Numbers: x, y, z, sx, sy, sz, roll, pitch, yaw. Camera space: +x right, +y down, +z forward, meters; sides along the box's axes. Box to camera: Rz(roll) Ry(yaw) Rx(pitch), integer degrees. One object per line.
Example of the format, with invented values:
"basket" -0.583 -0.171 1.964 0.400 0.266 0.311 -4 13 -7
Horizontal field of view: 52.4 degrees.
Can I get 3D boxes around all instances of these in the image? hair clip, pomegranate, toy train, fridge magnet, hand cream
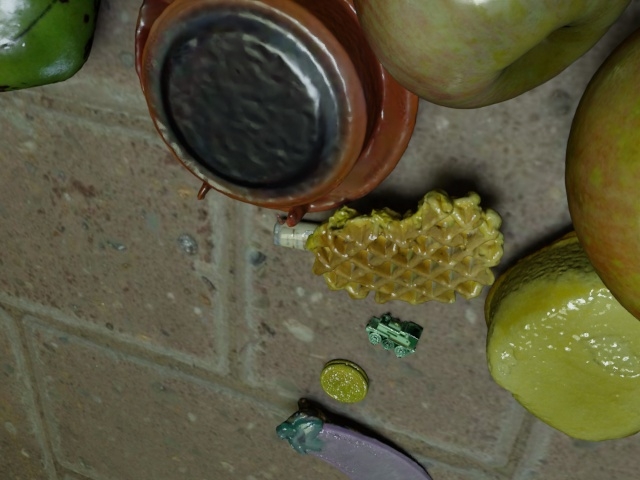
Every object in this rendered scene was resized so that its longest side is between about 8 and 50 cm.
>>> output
"hair clip" 0.085 0.396 1.142 0.358 0.110 0.095 40 168 -9
"pomegranate" -0.396 -0.304 0.814 0.254 0.254 0.270 48 160 -10
"toy train" 0.110 0.141 0.987 0.083 0.033 0.053 27 122 7
"fridge magnet" -0.063 -0.181 0.779 0.363 0.155 0.363 12 129 15
"hand cream" 0.000 0.000 0.947 0.143 0.039 0.061 9 122 13

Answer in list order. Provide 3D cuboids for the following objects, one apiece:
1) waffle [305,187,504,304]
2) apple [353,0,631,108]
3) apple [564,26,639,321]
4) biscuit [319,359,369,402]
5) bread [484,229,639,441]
"waffle" 0.104 0.013 0.843 0.253 0.056 0.249 6 146 5
"apple" 0.145 -0.257 0.587 0.257 0.257 0.234 -43 72 37
"apple" 0.390 -0.060 0.562 0.339 0.339 0.339 12 124 17
"biscuit" 0.040 0.236 1.085 0.084 0.023 0.084 11 124 16
"bread" 0.337 0.119 0.801 0.270 0.148 0.270 9 124 14
